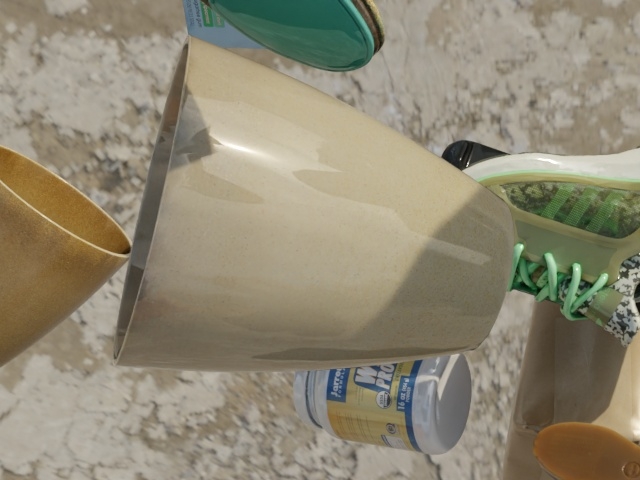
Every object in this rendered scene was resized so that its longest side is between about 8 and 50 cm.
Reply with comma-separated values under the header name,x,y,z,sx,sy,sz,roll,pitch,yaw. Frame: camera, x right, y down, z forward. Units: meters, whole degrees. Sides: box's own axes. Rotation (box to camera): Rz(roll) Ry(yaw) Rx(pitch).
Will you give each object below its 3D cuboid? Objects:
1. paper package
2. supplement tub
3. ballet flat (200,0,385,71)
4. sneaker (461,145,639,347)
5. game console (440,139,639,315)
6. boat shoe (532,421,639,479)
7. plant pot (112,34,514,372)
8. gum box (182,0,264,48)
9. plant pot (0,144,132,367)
name,x,y,z,sx,sy,sz,roll,pitch,yaw
paper package,0.352,0.176,1.605,0.168,0.309,0.324,10,60,10
supplement tub,0.080,0.194,1.554,0.200,0.144,0.144,4,72,29
ballet flat,-0.075,-0.243,0.927,0.123,0.348,0.123,-21,60,41
sneaker,0.254,0.016,1.177,0.410,0.158,0.182,-9,62,2
game console,0.307,-0.032,1.372,0.361,0.044,0.213,20,54,4
boat shoe,0.310,0.238,1.176,0.207,0.073,0.073,13,58,35
plant pot,0.000,0.000,0.932,0.274,0.256,0.256,13,73,-11
gum box,-0.054,-0.269,1.263,0.184,0.157,0.041,4,55,5
plant pot,-0.404,0.044,1.499,0.237,0.237,0.254,40,96,19
